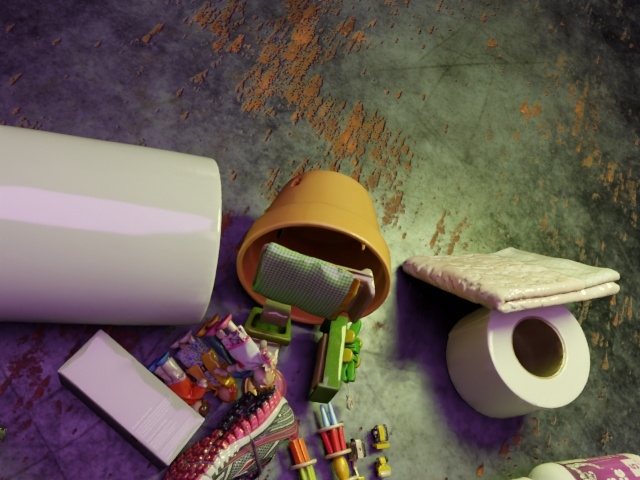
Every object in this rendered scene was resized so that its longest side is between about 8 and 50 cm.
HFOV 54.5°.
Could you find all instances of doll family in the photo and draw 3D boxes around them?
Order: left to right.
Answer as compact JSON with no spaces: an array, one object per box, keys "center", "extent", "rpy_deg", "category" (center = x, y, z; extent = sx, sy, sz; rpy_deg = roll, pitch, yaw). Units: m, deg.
[{"center":[-0.166,0.217,1.102],"extent":[0.163,0.263,0.118],"rpy_deg":[51,31,-12],"category":"doll family"}]

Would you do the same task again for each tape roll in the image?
[{"center":[0.413,0.243,1.317],"extent":[0.246,0.169,0.246],"rpy_deg":[8,65,-17],"category":"tape roll"}]

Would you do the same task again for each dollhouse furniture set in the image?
[{"center":[-0.038,0.157,1.093],"extent":[0.198,0.301,0.151],"rpy_deg":[14,59,-5],"category":"dollhouse furniture set"}]

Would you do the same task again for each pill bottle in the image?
[{"center":[0.504,0.512,1.200],"extent":[0.302,0.169,0.169],"rpy_deg":[0,68,-19],"category":"pill bottle"}]

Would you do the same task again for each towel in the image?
[{"center":[0.389,0.071,1.307],"extent":[0.317,0.332,0.053],"rpy_deg":[-5,101,-23],"category":"towel"}]

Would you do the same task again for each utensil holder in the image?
[{"center":[-0.389,-0.014,1.049],"extent":[0.386,0.327,0.327],"rpy_deg":[6,66,-21],"category":"utensil holder"}]

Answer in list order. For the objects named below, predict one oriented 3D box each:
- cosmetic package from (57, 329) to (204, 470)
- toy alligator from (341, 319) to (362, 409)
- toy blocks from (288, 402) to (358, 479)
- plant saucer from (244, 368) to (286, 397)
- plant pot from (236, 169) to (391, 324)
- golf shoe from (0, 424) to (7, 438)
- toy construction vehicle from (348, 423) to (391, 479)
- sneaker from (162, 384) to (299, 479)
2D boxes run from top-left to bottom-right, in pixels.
[{"center":[-0.322,0.272,1.056],"extent":[0.238,0.127,0.107],"rpy_deg":[38,61,0],"category":"cosmetic package"},{"center":[0.048,0.245,1.251],"extent":[0.051,0.056,0.189],"rpy_deg":[-3,63,24],"category":"toy alligator"},{"center":[-0.005,0.388,1.164],"extent":[0.123,0.054,0.148],"rpy_deg":[-9,70,-22],"category":"toy blocks"},{"center":[-0.105,0.282,1.196],"extent":[0.084,0.013,0.083],"rpy_deg":[8,65,-17],"category":"plant saucer"},{"center":[0.000,0.000,1.222],"extent":[0.291,0.291,0.203],"rpy_deg":[21,46,-11],"category":"plant pot"},{"center":[-0.601,0.313,0.971],"extent":[0.198,0.077,0.093],"rpy_deg":[8,76,-10],"category":"golf shoe"},{"center":[0.095,0.413,1.207],"extent":[0.086,0.035,0.098],"rpy_deg":[1,70,-32],"category":"toy construction vehicle"},{"center":[-0.157,0.388,1.075],"extent":[0.299,0.121,0.112],"rpy_deg":[-40,106,-24],"category":"sneaker"}]
